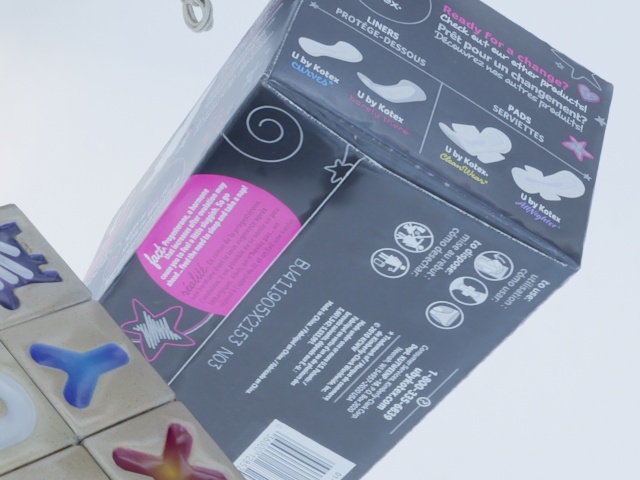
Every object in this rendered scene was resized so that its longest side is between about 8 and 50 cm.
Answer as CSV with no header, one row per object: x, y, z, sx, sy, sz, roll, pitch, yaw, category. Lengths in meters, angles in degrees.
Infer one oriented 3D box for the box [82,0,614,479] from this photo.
0.000,0.000,0.864,0.163,0.142,0.247,31,133,-11,box

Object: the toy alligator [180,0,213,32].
-0.120,-0.212,1.120,0.056,0.190,0.051,-27,174,37,toy alligator

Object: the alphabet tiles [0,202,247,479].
-0.181,0.084,0.624,0.342,0.285,0.011,-20,152,-49,alphabet tiles
